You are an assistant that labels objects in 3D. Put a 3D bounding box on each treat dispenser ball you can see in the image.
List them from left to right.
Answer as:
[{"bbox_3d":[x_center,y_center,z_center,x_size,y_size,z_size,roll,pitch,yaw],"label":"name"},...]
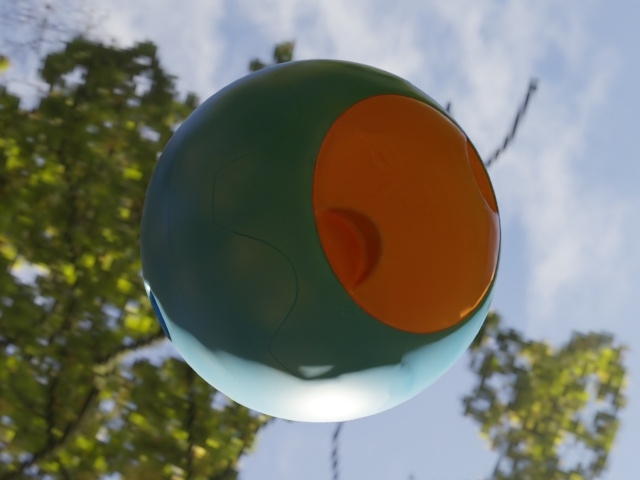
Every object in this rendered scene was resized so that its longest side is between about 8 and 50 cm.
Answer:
[{"bbox_3d":[0.000,0.000,1.373,0.288,0.288,0.288,-18,-64,-42],"label":"treat dispenser ball"}]
